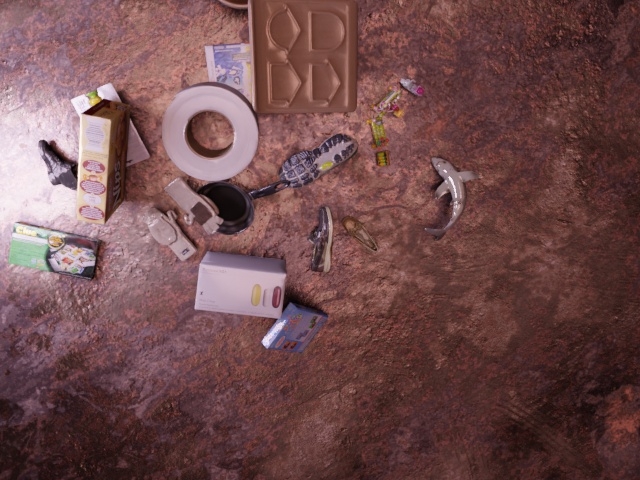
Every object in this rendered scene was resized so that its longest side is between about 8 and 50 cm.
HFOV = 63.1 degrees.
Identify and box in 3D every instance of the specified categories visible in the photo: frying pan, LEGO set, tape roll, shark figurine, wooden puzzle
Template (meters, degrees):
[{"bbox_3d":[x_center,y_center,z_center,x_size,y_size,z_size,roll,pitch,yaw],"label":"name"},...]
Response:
[{"bbox_3d":[-0.260,-0.142,1.606,0.197,0.053,0.326,37,121,-18],"label":"frying pan"},{"bbox_3d":[0.217,-0.376,1.634,0.132,0.107,0.287,22,98,-9],"label":"LEGO set"},{"bbox_3d":[-0.327,-0.328,1.567,0.286,0.100,0.286,-2,114,-4],"label":"tape roll"},{"bbox_3d":[0.443,-0.132,1.711,0.166,0.116,0.279,4,93,28],"label":"shark figurine"},{"bbox_3d":[-0.050,-0.548,1.562,0.347,0.080,0.322,-7,107,-22],"label":"wooden puzzle"}]

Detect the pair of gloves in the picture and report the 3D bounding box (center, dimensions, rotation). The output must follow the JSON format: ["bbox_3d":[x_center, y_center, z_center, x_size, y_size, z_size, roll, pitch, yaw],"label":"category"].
[{"bbox_3d":[-0.432,-0.068,1.637,0.204,0.042,0.240,42,117,-14],"label":"pair of gloves"}]

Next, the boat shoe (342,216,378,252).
[{"bbox_3d":[0.134,-0.019,1.724,0.056,0.048,0.153,-42,102,3],"label":"boat shoe"}]

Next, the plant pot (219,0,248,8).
[{"bbox_3d":[-0.228,-0.788,1.512,0.237,0.110,0.238,-1,100,-5],"label":"plant pot"}]

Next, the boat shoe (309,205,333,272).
[{"bbox_3d":[0.000,0.000,1.700,0.073,0.080,0.224,-2,105,-10],"label":"boat shoe"}]

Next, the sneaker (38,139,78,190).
[{"bbox_3d":[-0.793,-0.231,1.598,0.089,0.051,0.170,-12,106,-3],"label":"sneaker"}]

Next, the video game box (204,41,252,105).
[{"bbox_3d":[-0.241,-0.505,1.598,0.205,0.048,0.187,-6,104,-4],"label":"video game box"}]

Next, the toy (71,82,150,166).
[{"bbox_3d":[-0.628,-0.343,1.581,0.136,0.056,0.237,-19,116,8],"label":"toy"}]

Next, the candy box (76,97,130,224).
[{"bbox_3d":[-0.625,-0.227,1.505,0.087,0.183,0.317,12,116,-8],"label":"candy box"}]

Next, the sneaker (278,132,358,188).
[{"bbox_3d":[-0.002,-0.240,1.642,0.275,0.110,0.107,-23,85,17],"label":"sneaker"}]

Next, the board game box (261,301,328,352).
[{"bbox_3d":[-0.078,0.288,1.698,0.039,0.211,0.160,40,96,31],"label":"board game box"}]

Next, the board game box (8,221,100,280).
[{"bbox_3d":[-0.843,0.034,1.654,0.259,0.030,0.136,14,101,-8],"label":"board game box"}]

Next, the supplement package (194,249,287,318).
[{"bbox_3d":[-0.243,0.134,1.639,0.261,0.204,0.145,7,100,-6],"label":"supplement package"}]
